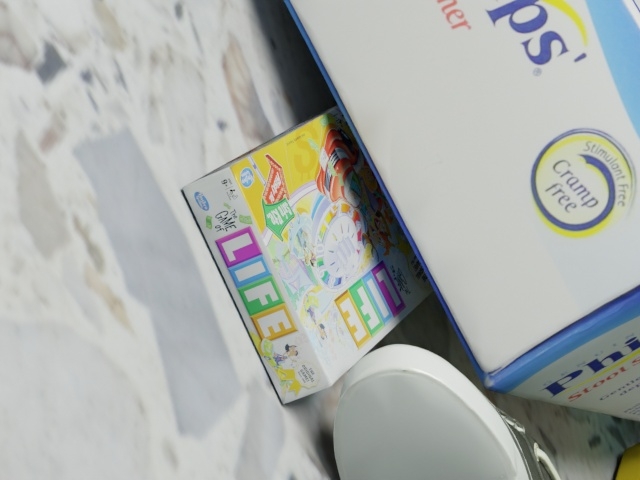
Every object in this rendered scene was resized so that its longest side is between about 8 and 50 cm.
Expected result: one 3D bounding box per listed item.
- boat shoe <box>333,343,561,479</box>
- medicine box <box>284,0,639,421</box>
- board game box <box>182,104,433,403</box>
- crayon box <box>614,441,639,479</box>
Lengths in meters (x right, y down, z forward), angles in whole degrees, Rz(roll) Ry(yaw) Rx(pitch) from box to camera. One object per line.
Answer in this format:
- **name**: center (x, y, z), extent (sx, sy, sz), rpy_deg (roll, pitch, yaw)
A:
- **boat shoe**: center (0.070, 0.117, 0.858), extent (0.070, 0.078, 0.219), rpy_deg (-79, 147, -48)
- **medicine box**: center (0.136, -0.059, 0.965), extent (0.289, 0.149, 0.263), rpy_deg (18, 42, -61)
- **board game box**: center (0.000, 0.000, 0.863), extent (0.103, 0.026, 0.154), rpy_deg (65, 25, -6)
- **crayon box**: center (0.313, 0.167, 0.948), extent (0.106, 0.363, 0.313), rpy_deg (61, 26, -14)
